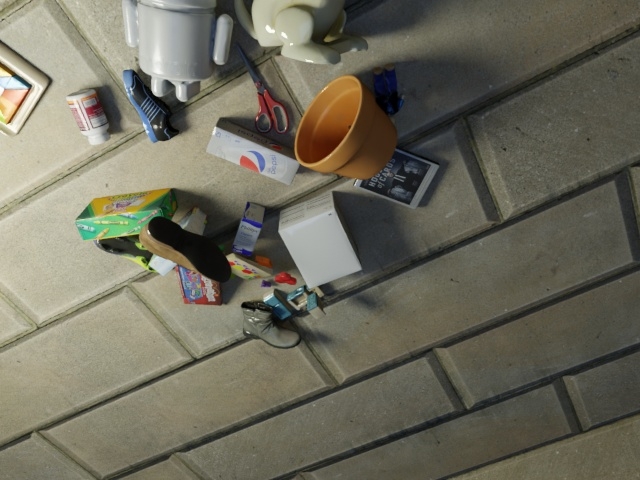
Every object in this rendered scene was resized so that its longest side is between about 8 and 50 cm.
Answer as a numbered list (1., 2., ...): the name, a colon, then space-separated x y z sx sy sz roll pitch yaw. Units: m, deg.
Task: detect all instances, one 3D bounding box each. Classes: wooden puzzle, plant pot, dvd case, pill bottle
1. wooden puzzle: -0.962 -0.454 1.447 0.221 0.044 0.239 38 112 -21
2. plant pot: 0.091 -0.311 1.462 0.203 0.291 0.291 25 117 -34
3. dvd case: 0.254 -0.220 1.650 0.239 0.029 0.179 18 117 -13
4. pill bottle: -0.697 -0.373 1.483 0.086 0.086 0.152 -10 120 3

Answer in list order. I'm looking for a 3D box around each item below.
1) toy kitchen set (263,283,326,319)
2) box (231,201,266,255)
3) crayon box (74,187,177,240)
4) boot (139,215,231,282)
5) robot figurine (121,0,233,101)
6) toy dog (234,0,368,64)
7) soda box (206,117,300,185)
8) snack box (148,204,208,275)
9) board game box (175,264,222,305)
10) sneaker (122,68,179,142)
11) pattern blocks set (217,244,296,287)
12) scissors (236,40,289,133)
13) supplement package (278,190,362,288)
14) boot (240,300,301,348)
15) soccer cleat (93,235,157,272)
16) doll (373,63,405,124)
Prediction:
1. toy kitchen set: -0.100 0.239 1.821 0.207 0.166 0.122 -32 117 15
2. box: -0.244 -0.040 1.675 0.072 0.126 0.137 18 118 -11
3. crayon box: -0.628 -0.088 1.607 0.278 0.165 0.081 -8 119 2
4. boot: -0.413 0.038 1.509 0.305 0.112 0.115 37 140 -26
5. robot figurine: -0.384 -0.565 1.318 0.300 0.200 0.353 9 119 -1
6. toy dog: -0.030 -0.702 1.248 0.395 0.284 0.408 23 126 26
7. soda box: -0.207 -0.281 1.554 0.286 0.098 0.091 21 117 -15
8. snack box: -0.471 -0.003 1.639 0.174 0.207 0.070 -38 116 17
9. board game box: -0.437 0.156 1.776 0.145 0.027 0.281 3 144 -5
10. sneaker: -0.508 -0.410 1.479 0.090 0.081 0.232 -15 127 3
11. pattern blocks set: -0.270 0.095 1.732 0.285 0.026 0.325 -9 149 35
12. scissors: -0.172 -0.464 1.496 0.109 0.021 0.297 -9 119 5
13. supplement package: 0.000 0.000 1.700 0.204 0.145 0.262 -21 119 9
14. boot: -0.193 0.323 1.882 0.247 0.083 0.161 12 129 8
15. soccer cleat: -0.654 0.028 1.723 0.289 0.121 0.093 30 91 -38
16. doll: 0.200 -0.439 1.509 0.129 0.046 0.189 -18 126 -3
